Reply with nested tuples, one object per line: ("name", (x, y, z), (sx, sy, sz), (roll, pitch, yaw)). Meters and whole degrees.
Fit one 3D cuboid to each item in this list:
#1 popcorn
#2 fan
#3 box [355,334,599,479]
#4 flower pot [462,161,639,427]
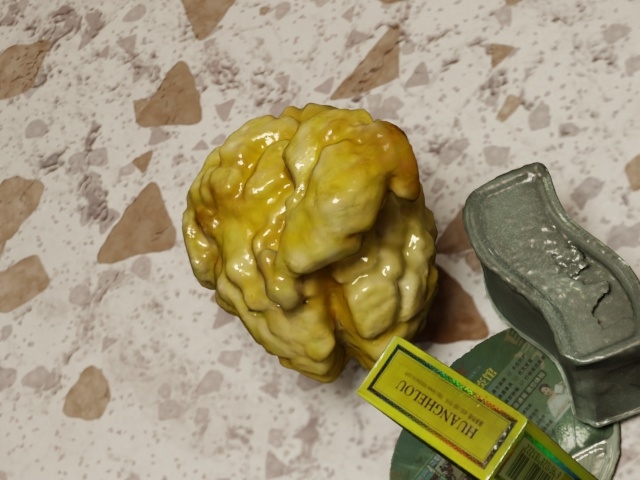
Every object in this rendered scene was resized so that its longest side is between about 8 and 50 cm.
("popcorn", (0.000, 0.000, 1.255), (0.225, 0.332, 0.265), (-15, 83, -19))
("fan", (0.172, 0.216, 1.205), (0.223, 0.012, 0.294), (-26, 53, 12))
("box", (0.139, 0.168, 1.105), (0.141, 0.220, 0.064), (30, 81, 39))
("flower pot", (0.214, 0.046, 1.214), (0.103, 0.108, 0.229), (-30, 51, -3))
